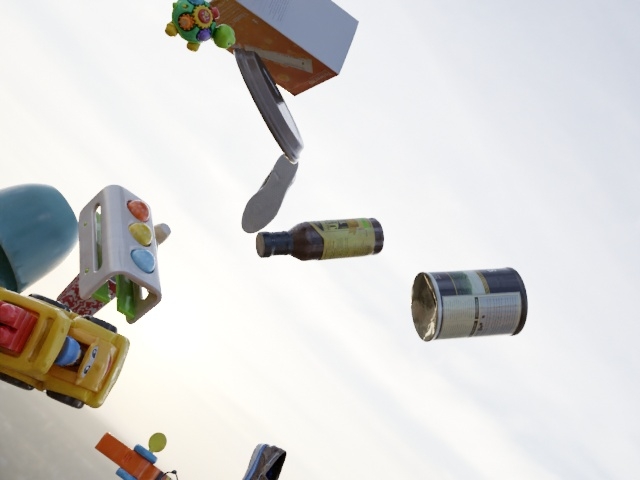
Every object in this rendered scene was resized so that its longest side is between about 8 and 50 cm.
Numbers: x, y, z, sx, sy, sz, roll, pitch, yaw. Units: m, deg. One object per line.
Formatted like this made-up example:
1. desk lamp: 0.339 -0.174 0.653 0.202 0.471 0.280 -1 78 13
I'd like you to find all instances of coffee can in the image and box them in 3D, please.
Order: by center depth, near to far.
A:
1. coffee can: 0.420 0.181 2.218 0.201 0.275 0.202 178 -90 -75

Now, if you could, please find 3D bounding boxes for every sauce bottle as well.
1. sauce bottle: 0.000 0.000 2.055 0.111 0.344 0.112 18 -69 62

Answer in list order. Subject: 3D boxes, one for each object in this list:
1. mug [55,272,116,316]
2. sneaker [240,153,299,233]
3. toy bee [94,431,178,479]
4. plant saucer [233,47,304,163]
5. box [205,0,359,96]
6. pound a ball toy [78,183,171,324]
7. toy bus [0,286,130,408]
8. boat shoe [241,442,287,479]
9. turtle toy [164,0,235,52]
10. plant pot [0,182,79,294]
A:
1. mug: -0.525 0.112 1.838 0.113 0.169 0.150 52 19 8
2. sneaker: -0.159 -0.148 2.555 0.104 0.296 0.147 31 1 1
3. toy bee: -0.456 0.614 2.015 0.298 0.195 0.162 45 -10 43
4. plant saucer: -0.106 -0.298 1.691 0.278 0.041 0.278 61 8 -14
5. box: -0.116 -0.535 1.907 0.345 0.168 0.215 30 -21 -27
6. pound a ball toy: -0.370 0.020 1.591 0.208 0.135 0.319 38 22 -37
7. toy bus: -0.434 0.155 1.205 0.220 0.150 0.211 19 -19 9
8. boat shoe: -0.112 0.467 1.456 0.066 0.183 0.066 -3 -37 27
9. turtle toy: -0.212 -0.390 1.398 0.130 0.095 0.066 30 -17 -37
10. plant pot: -0.819 -0.027 2.170 0.293 0.235 0.293 33 -40 33
